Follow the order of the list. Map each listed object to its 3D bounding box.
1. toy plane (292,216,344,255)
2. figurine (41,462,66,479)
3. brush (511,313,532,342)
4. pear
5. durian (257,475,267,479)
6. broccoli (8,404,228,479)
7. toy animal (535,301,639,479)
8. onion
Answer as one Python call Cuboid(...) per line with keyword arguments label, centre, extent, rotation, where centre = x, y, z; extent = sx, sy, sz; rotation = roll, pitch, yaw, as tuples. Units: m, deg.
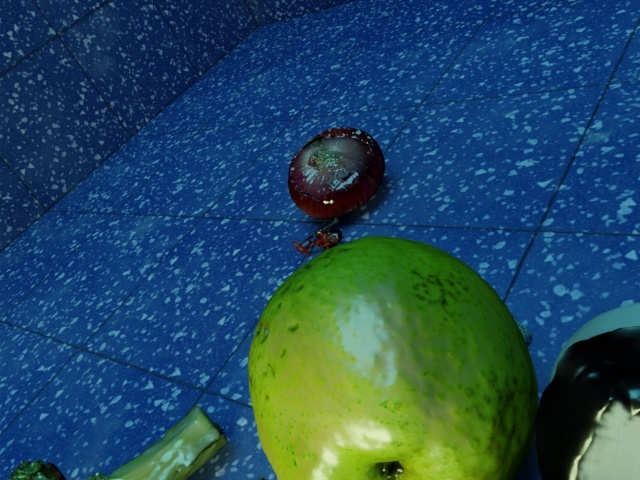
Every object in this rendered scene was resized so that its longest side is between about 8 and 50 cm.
Cuboid(label="toy plane", centre=(0.000, 0.000, 1.372), extent=(0.145, 0.060, 0.037), rotation=(-25, 30, 37))
Cuboid(label="figurine", centre=(-0.591, 0.510, 0.991), extent=(0.281, 0.167, 0.370), rotation=(-35, 0, 39))
Cuboid(label="brush", centre=(0.277, 0.123, 1.024), extent=(0.070, 0.021, 0.196), rotation=(-30, 30, 1))
Cuboid(label="pear", centre=(0.090, 0.184, 0.772), extent=(0.391, 0.391, 0.391), rotation=(-21, 34, 15))
Cuboid(label="durian", centre=(-0.025, 0.428, 0.678), extent=(0.163, 0.198, 0.394), rotation=(-32, 30, -1))
Cuboid(label="broccoli", centre=(-0.325, 0.397, 0.975), extent=(0.252, 0.221, 0.361), rotation=(1, 33, 30))
Cuboid(label="toy animal", centre=(0.357, 0.183, 0.654), extent=(0.251, 0.250, 0.310), rotation=(-17, 7, 19))
Cuboid(label="onion", centre=(0.041, -0.156, 1.460), extent=(0.248, 0.161, 0.248), rotation=(-25, 39, 22))
